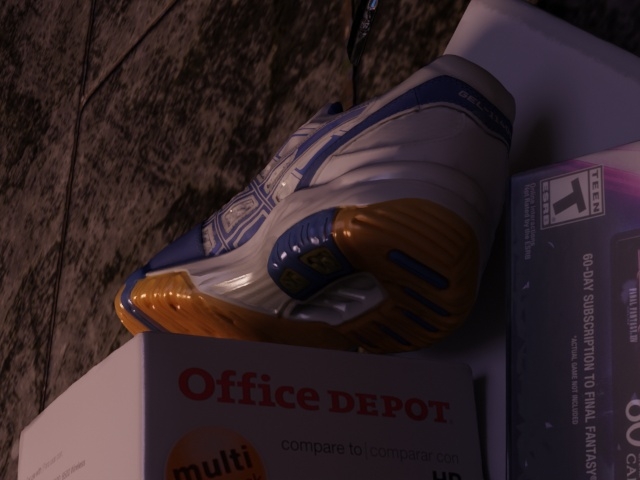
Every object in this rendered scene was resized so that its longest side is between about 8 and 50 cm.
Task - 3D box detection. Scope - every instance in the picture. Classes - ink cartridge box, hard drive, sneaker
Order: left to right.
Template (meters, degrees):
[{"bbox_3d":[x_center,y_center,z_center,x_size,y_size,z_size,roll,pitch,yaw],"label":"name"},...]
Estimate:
[{"bbox_3d":[-0.033,0.178,0.610,0.168,0.171,0.232,-37,50,53],"label":"ink cartridge box"},{"bbox_3d":[0.000,0.000,0.719,0.296,0.112,0.131,-20,39,53],"label":"sneaker"},{"bbox_3d":[0.113,0.011,0.642,0.203,0.040,0.307,-63,30,12],"label":"hard drive"}]

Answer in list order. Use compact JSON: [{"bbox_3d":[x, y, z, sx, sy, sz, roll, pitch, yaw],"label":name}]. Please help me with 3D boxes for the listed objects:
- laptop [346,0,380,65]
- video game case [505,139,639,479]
[{"bbox_3d":[0.126,-0.242,0.769,0.264,0.137,0.234,110,177,-62],"label":"laptop"},{"bbox_3d":[0.174,0.043,0.465,0.274,0.026,0.196,-15,66,46],"label":"video game case"}]
